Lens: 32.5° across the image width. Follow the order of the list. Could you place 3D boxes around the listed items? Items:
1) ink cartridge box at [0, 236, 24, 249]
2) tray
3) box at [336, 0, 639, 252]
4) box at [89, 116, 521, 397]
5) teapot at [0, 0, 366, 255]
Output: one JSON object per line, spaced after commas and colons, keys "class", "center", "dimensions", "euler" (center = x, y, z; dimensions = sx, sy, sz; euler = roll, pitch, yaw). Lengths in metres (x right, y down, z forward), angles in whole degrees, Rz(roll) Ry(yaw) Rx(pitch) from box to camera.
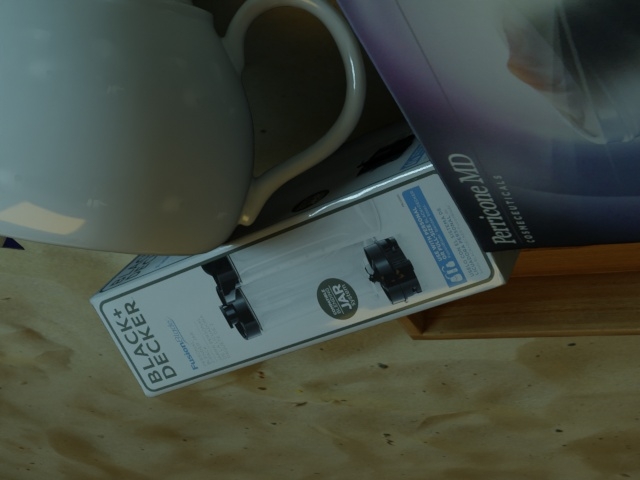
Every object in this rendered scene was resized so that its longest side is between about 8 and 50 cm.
{"class": "ink cartridge box", "center": [-0.324, -0.068, 0.796], "dimensions": [0.206, 0.045, 0.208], "euler": [38, -174, 8]}
{"class": "tray", "center": [0.240, 0.005, 0.880], "dimensions": [0.411, 0.076, 0.203], "euler": [-3, 152, 24]}
{"class": "box", "center": [0.179, -0.137, 0.495], "dimensions": [0.294, 0.182, 0.296], "euler": [-3, 151, 25]}
{"class": "box", "center": [0.000, 0.000, 0.770], "dimensions": [0.290, 0.169, 0.087], "euler": [-21, 106, 30]}
{"class": "teapot", "center": [-0.145, -0.101, 0.676], "dimensions": [0.253, 0.187, 0.256], "euler": [17, -172, 40]}
